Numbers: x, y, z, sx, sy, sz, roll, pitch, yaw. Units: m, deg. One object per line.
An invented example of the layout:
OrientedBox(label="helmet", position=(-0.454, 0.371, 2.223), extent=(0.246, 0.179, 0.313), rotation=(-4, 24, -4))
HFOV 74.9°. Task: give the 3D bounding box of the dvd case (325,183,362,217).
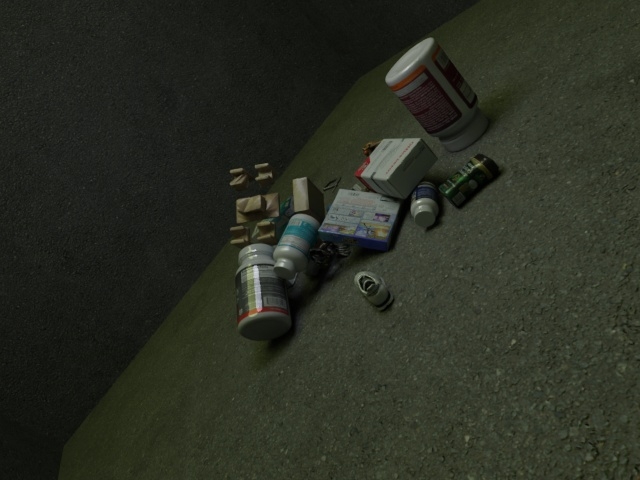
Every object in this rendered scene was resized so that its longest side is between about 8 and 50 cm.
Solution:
OrientedBox(label="dvd case", position=(0.124, -0.174, 2.090), extent=(0.239, 0.029, 0.179), rotation=(-44, 21, 7))

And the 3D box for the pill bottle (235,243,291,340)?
OrientedBox(label="pill bottle", position=(-0.241, 0.206, 1.718), extent=(0.210, 0.210, 0.362), rotation=(-36, 46, 28))

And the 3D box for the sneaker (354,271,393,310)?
OrientedBox(label="sneaker", position=(0.158, 0.141, 1.380), extent=(0.090, 0.095, 0.235), rotation=(-50, 20, -1))

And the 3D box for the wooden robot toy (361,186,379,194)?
OrientedBox(label="wooden robot toy", position=(0.269, -0.255, 1.917), extent=(0.079, 0.076, 0.173), rotation=(-34, 2, -36))

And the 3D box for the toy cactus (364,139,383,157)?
OrientedBox(label="toy cactus", position=(0.320, -0.451, 2.125), extent=(0.181, 0.112, 0.219), rotation=(-19, 24, 33))

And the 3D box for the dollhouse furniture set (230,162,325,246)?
OrientedBox(label="dollhouse furniture set", position=(-0.203, -0.156, 1.991), extent=(0.395, 0.256, 0.361), rotation=(-8, 75, 16))

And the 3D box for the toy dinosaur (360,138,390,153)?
OrientedBox(label="toy dinosaur", position=(0.289, -0.542, 2.374), extent=(0.112, 0.064, 0.212), rotation=(-51, 22, -11))

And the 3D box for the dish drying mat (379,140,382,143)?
OrientedBox(label="dish drying mat", position=(0.335, -0.490, 2.101), extent=(0.032, 0.008, 0.083), rotation=(-34, 36, -24))

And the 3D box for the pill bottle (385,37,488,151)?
OrientedBox(label="pill bottle", position=(0.453, -0.543, 1.601), extent=(0.224, 0.392, 0.224), rotation=(-39, 22, 19))

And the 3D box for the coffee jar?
OrientedBox(label="coffee jar", position=(0.486, -0.201, 1.372), extent=(0.184, 0.079, 0.096), rotation=(-42, 22, 13))

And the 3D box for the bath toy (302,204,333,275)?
OrientedBox(label="bath toy", position=(0.000, 0.000, 1.879), extent=(0.129, 0.151, 0.348), rotation=(21, 69, 28))

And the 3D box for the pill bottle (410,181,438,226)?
OrientedBox(label="pill bottle", position=(0.361, -0.124, 1.452), extent=(0.094, 0.094, 0.169), rotation=(-33, 25, 33))

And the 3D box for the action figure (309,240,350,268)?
OrientedBox(label="action figure", position=(0.066, -0.005, 1.713), extent=(0.141, 0.164, 0.275), rotation=(19, 49, 19))

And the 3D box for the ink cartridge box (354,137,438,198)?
OrientedBox(label="ink cartridge box", position=(0.278, -0.278, 1.579), extent=(0.197, 0.114, 0.273), rotation=(-50, 23, -3))

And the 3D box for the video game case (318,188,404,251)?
OrientedBox(label="video game case", position=(0.162, -0.085, 1.619), extent=(0.270, 0.061, 0.244), rotation=(10, 51, 22))

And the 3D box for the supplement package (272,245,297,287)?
OrientedBox(label="supplement package", position=(-0.227, 0.146, 2.032), extent=(0.203, 0.149, 0.194), rotation=(-34, 25, 35))

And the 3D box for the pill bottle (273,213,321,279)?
OrientedBox(label="pill bottle", position=(-0.101, 0.029, 1.709), extent=(0.146, 0.146, 0.263), rotation=(-23, 35, 48))

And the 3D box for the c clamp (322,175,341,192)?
OrientedBox(label="c clamp", position=(0.062, -0.331, 2.495), extent=(0.137, 0.022, 0.161), rotation=(-55, 23, -19))

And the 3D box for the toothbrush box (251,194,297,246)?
OrientedBox(label="toothbrush box", position=(-0.183, -0.059, 2.218), extent=(0.296, 0.216, 0.126), rotation=(-39, 22, 25))
